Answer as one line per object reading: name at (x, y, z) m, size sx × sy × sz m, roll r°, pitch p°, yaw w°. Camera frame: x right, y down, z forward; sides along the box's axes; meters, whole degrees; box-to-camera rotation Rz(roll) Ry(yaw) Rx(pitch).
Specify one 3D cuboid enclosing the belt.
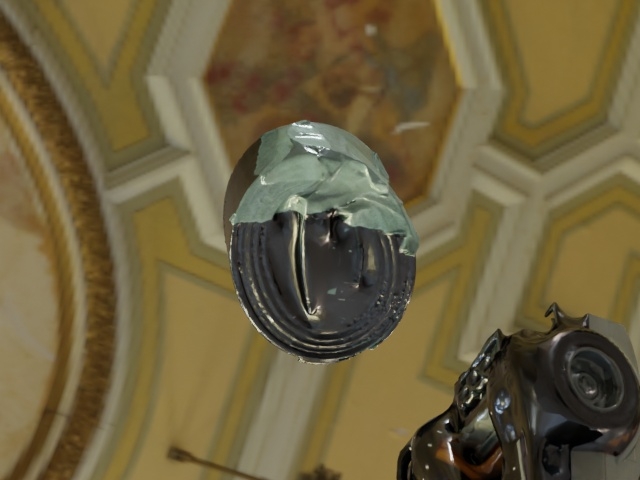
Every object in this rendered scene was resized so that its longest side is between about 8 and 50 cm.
belt at (0.000, 0.000, 1.236) m, size 0.151 × 0.078 × 0.198 m, roll -14°, pitch -60°, yaw -1°

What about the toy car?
toy car at (0.126, 0.199, 0.942) m, size 0.118 × 0.193 × 0.301 m, roll 16°, pitch -126°, yaw -23°
